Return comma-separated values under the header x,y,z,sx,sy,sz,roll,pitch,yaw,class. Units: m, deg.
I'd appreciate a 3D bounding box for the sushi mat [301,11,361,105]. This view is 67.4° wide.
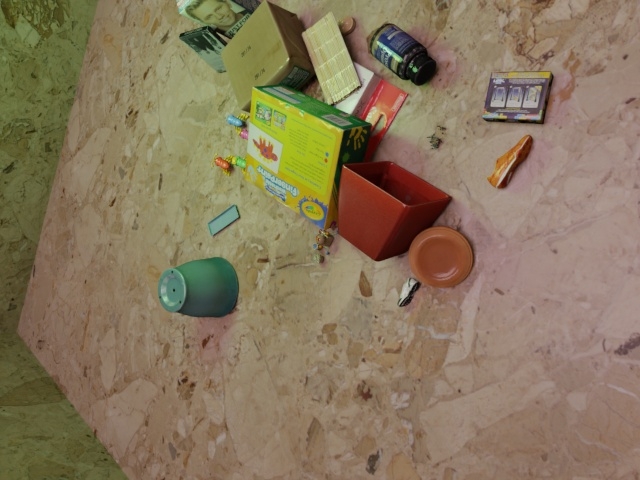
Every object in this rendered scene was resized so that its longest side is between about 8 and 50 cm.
x,y,z,sx,sy,sz,roll,pitch,yaw,class
0.036,-0.650,1.728,0.151,0.019,0.317,-26,76,32,sushi mat

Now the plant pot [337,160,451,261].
x,y,z,sx,sy,sz,roll,pitch,yaw,class
0.207,-0.088,1.545,0.267,0.267,0.236,38,123,30,plant pot

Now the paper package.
x,y,z,sx,sy,sz,roll,pitch,yaw,class
-0.208,-0.700,1.883,0.324,0.168,0.310,-33,71,37,paper package

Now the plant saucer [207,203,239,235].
x,y,z,sx,sy,sz,roll,pitch,yaw,class
-0.430,-0.089,2.128,0.192,0.018,0.067,-31,71,32,plant saucer

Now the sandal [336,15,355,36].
x,y,z,sx,sy,sz,roll,pitch,yaw,class
0.012,-0.776,1.802,0.240,0.079,0.088,-19,78,34,sandal

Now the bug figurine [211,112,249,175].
x,y,z,sx,sy,sz,roll,pitch,yaw,class
-0.362,-0.407,2.059,0.216,0.072,0.279,25,102,33,bug figurine

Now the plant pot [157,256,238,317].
x,y,z,sx,sy,sz,roll,pitch,yaw,class
-0.536,0.204,2.047,0.271,0.255,0.272,-2,87,36,plant pot

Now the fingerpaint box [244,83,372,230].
x,y,z,sx,sy,sz,roll,pitch,yaw,class
-0.062,-0.309,1.723,0.444,0.163,0.371,33,128,32,fingerpaint box

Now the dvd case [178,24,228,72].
x,y,z,sx,sy,sz,roll,pitch,yaw,class
-0.455,-0.809,2.042,0.179,0.238,0.030,4,73,35,dvd case

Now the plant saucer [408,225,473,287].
x,y,z,sx,sy,sz,roll,pitch,yaw,class
0.373,0.055,1.499,0.199,0.037,0.200,4,102,18,plant saucer

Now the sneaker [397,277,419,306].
x,y,z,sx,sy,sz,roll,pitch,yaw,class
0.288,0.173,1.600,0.109,0.040,0.044,-59,43,14,sneaker

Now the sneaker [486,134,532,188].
x,y,z,sx,sy,sz,roll,pitch,yaw,class
0.553,-0.238,1.408,0.175,0.064,0.067,-56,50,17,sneaker

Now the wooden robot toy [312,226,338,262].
x,y,z,sx,sy,sz,roll,pitch,yaw,class
0.000,0.000,1.781,0.076,0.079,0.173,35,107,31,wooden robot toy

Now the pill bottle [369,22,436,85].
x,y,z,sx,sy,sz,roll,pitch,yaw,class
0.274,-0.610,1.583,0.219,0.122,0.123,50,115,27,pill bottle

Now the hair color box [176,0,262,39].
x,y,z,sx,sy,sz,roll,pitch,yaw,class
-0.387,-0.930,1.928,0.173,0.347,0.105,-25,74,32,hair color box

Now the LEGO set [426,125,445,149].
x,y,z,sx,sy,sz,roll,pitch,yaw,class
0.380,-0.332,1.563,0.083,0.023,0.054,-48,65,9,LEGO set

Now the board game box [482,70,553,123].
x,y,z,sx,sy,sz,roll,pitch,yaw,class
0.576,-0.420,1.406,0.170,0.048,0.141,14,94,35,board game box

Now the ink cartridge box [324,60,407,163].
x,y,z,sx,sy,sz,roll,pitch,yaw,class
0.128,-0.457,1.717,0.261,0.066,0.296,41,111,30,ink cartridge box
